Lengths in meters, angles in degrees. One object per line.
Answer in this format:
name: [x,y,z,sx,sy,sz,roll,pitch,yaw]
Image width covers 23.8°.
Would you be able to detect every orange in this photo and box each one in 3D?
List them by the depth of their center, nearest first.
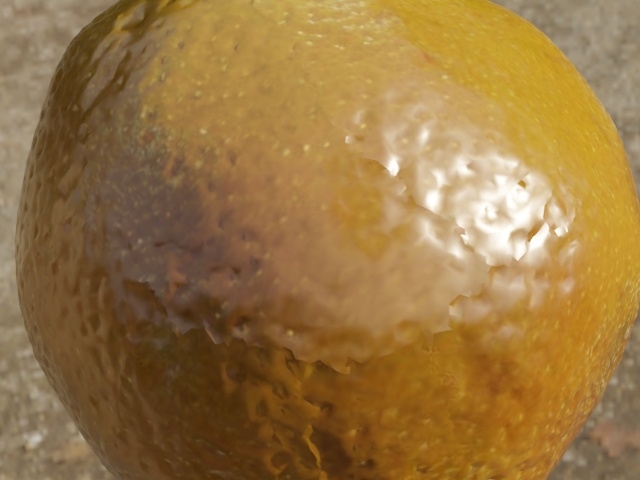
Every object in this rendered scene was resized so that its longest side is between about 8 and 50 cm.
orange: [0.000,0.000,0.612,0.264,0.264,0.264,-5,30,3]
